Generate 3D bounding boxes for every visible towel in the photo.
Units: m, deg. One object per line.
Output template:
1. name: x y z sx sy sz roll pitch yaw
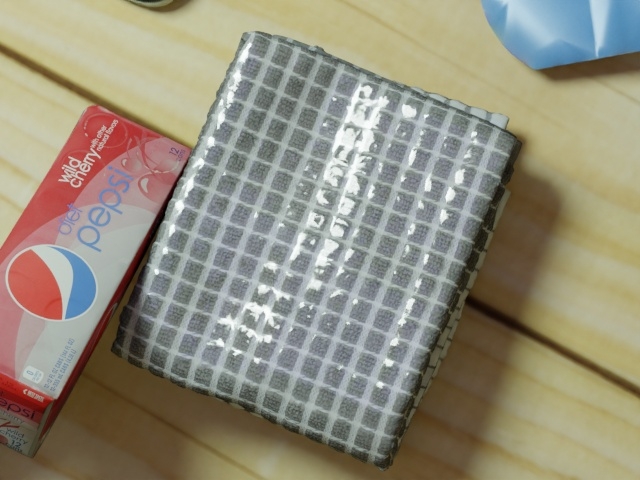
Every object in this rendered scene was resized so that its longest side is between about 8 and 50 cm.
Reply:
1. towel: 0.000 0.000 1.348 0.235 0.121 0.284 21 86 9

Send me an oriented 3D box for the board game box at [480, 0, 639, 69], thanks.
1. board game box: 0.207 -0.201 1.389 0.168 0.033 0.133 -10 81 15

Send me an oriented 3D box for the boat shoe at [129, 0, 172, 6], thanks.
1. boat shoe: -0.197 -0.292 1.434 0.095 0.079 0.254 -37 79 2

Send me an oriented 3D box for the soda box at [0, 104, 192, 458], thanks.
1. soda box: -0.186 0.023 1.311 0.092 0.083 0.263 26 48 -3
